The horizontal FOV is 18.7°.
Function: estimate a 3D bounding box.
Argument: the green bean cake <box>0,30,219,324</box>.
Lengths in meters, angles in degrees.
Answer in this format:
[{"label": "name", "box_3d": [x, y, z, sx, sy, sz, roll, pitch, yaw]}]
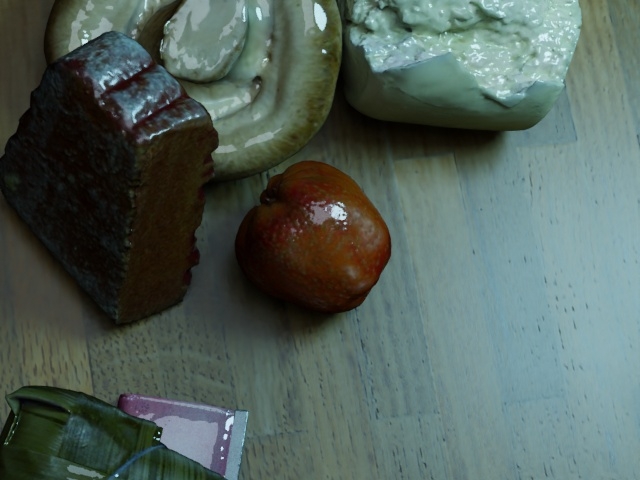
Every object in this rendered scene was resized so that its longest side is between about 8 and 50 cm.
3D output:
[{"label": "green bean cake", "box_3d": [-0.175, -0.058, 1.709, 0.198, 0.232, 0.097, 45, 51, 9]}]

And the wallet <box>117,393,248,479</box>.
[{"label": "wallet", "box_3d": [-0.139, 0.254, 1.722, 0.119, 0.025, 0.232, 9, 70, -5]}]

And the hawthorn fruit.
[{"label": "hawthorn fruit", "box_3d": [0.000, 0.000, 1.771, 0.138, 0.133, 0.133, 41, 70, -10]}]

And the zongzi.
[{"label": "zongzi", "box_3d": [-0.172, 0.288, 1.613, 0.300, 0.138, 0.286, 22, 75, 16]}]

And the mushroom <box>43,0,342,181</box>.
[{"label": "mushroom", "box_3d": [-0.113, -0.182, 1.801, 0.278, 0.146, 0.278, 0, 90, 2]}]

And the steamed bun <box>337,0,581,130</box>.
[{"label": "steamed bun", "box_3d": [0.132, -0.196, 1.813, 0.225, 0.170, 0.200, 5, 112, -8]}]
